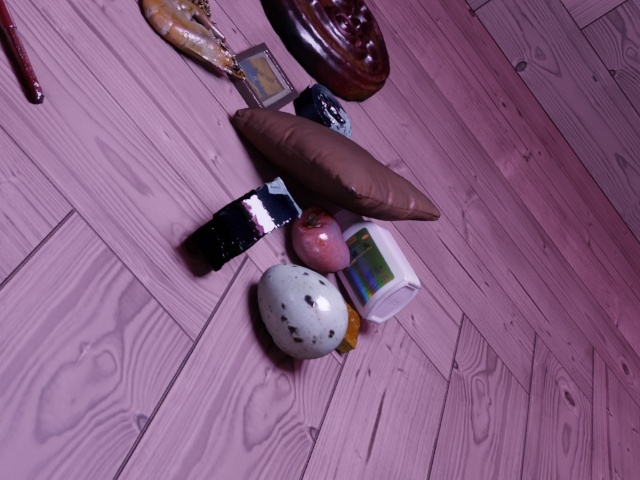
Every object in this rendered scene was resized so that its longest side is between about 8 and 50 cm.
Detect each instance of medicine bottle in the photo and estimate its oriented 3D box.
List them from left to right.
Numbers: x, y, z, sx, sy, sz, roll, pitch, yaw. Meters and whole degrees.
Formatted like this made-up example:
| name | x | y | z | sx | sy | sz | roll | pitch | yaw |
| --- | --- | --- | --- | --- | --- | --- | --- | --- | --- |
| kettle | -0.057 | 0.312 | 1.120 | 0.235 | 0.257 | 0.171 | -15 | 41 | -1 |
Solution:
| name | x | y | z | sx | sy | sz | roll | pitch | yaw |
| --- | --- | --- | --- | --- | --- | --- | --- | --- | --- |
| medicine bottle | 0.085 | 0.036 | 1.823 | 0.078 | 0.115 | 0.219 | 23 | 29 | -45 |

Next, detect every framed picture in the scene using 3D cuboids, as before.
| name | x | y | z | sx | sy | sz | roll | pitch | yaw |
| --- | --- | --- | --- | --- | --- | --- | --- | --- | --- |
| framed picture | -0.112 | -0.305 | 1.948 | 0.128 | 0.023 | 0.168 | 55 | 29 | -6 |

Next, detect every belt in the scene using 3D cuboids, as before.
| name | x | y | z | sx | sy | sz | roll | pitch | yaw |
| --- | --- | --- | --- | --- | --- | --- | --- | --- | --- |
| belt | -0.109 | -0.030 | 1.552 | 0.078 | 0.151 | 0.198 | 57 | 26 | -3 |
| belt | 0.008 | -0.248 | 2.046 | 0.140 | 0.058 | 0.105 | 52 | 32 | -13 |

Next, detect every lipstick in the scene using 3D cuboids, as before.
| name | x | y | z | sx | sy | sz | roll | pitch | yaw |
| --- | --- | --- | --- | --- | --- | --- | --- | --- | --- |
| lipstick | -0.423 | -0.269 | 1.418 | 0.027 | 0.027 | 0.177 | -9 | 72 | -60 |

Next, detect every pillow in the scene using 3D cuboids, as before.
| name | x | y | z | sx | sy | sz | roll | pitch | yaw |
| --- | --- | --- | --- | --- | --- | --- | --- | --- | --- |
| pillow | 0.033 | -0.128 | 1.836 | 0.305 | 0.108 | 0.307 | 36 | 13 | 34 |

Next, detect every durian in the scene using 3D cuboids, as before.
| name | x | y | z | sx | sy | sz | roll | pitch | yaw |
| --- | --- | --- | --- | --- | --- | --- | --- | --- | --- |
| durian | -0.236 | -0.462 | 1.873 | 0.130 | 0.052 | 0.066 | 57 | 26 | -1 |

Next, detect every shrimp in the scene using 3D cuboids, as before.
| name | x | y | z | sx | sy | sz | roll | pitch | yaw |
| --- | --- | --- | --- | --- | --- | --- | --- | --- | --- |
| shrimp | -0.217 | -0.367 | 1.813 | 0.236 | 0.053 | 0.133 | 33 | 28 | -26 |

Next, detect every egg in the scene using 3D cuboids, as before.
| name | x | y | z | sx | sy | sz | roll | pitch | yaw |
| --- | --- | --- | --- | --- | --- | --- | --- | --- | --- |
| egg | -0.033 | 0.108 | 1.581 | 0.164 | 0.131 | 0.131 | 45 | 21 | 26 |

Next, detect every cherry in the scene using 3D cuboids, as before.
| name | x | y | z | sx | sy | sz | roll | pitch | yaw |
| --- | --- | --- | --- | --- | --- | --- | --- | --- | --- |
| cherry | -0.004 | 0.004 | 1.757 | 0.106 | 0.086 | 0.126 | -62 | 136 | -65 |

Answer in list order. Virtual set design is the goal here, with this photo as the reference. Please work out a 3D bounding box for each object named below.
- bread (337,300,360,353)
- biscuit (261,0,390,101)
| name | x | y | z | sx | sy | sz | roll | pitch | yaw |
| --- | --- | --- | --- | --- | --- | --- | --- | --- | --- |
| bread | 0.025 | 0.132 | 1.730 | 0.094 | 0.035 | 0.090 | 46 | 31 | -22 |
| biscuit | 0.017 | -0.499 | 2.274 | 0.407 | 0.091 | 0.407 | 37 | 35 | -33 |
